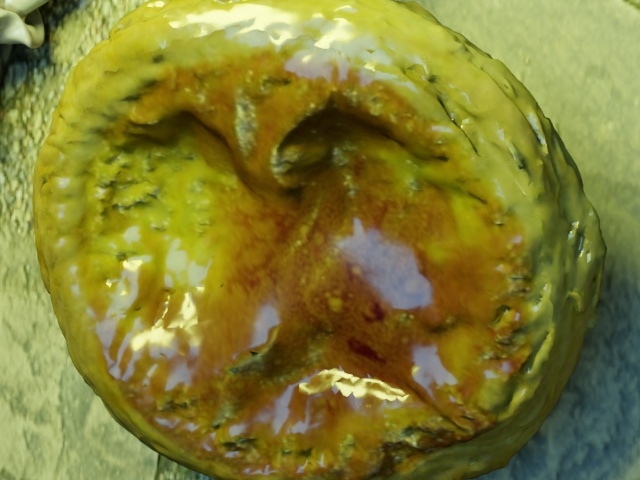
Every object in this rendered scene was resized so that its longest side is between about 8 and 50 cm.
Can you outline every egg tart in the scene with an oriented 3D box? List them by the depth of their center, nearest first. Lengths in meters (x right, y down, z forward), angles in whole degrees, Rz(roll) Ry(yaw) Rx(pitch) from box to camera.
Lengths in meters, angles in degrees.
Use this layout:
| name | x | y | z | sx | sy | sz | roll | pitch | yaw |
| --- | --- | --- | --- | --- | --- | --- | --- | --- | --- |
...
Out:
| name | x | y | z | sx | sy | sz | roll | pitch | yaw |
| --- | --- | --- | --- | --- | --- | --- | --- | --- | --- |
| egg tart | 0.000 | 0.000 | 1.236 | 0.443 | 0.178 | 0.443 | 6 | 114 | 13 |

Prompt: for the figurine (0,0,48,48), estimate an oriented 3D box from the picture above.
| name | x | y | z | sx | sy | sz | roll | pitch | yaw |
| --- | --- | --- | --- | --- | --- | --- | --- | --- | --- |
| figurine | -0.329 | -0.186 | 1.425 | 0.276 | 0.133 | 0.200 | -38 | 65 | 13 |
